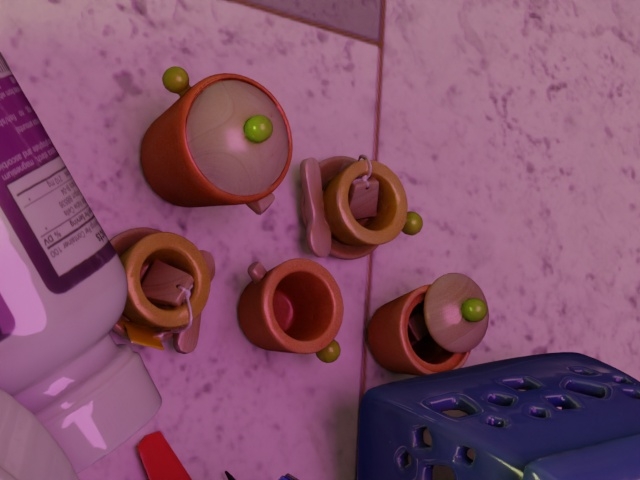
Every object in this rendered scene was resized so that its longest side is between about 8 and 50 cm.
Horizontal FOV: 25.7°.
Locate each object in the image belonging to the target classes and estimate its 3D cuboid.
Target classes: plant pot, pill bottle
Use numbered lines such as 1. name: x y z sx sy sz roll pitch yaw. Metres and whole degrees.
1. plant pot: 0.177 0.226 1.050 0.236 0.212 0.235 -5 100 -34
2. pill bottle: -0.226 0.005 0.876 0.169 0.169 0.301 -34 100 -34

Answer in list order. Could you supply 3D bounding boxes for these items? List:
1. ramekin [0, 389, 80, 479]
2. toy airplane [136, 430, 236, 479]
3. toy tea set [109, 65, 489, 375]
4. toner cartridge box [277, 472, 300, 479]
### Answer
1. ramekin: -0.254 0.194 0.770 0.277 0.135 0.277 -1 108 -2
2. toy airplane: -0.109 0.214 1.001 0.151 0.028 0.151 8 75 -32
3. toy tea set: 0.000 0.000 1.056 0.336 0.124 0.200 15 73 -31
4. toner cartridge box: -0.069 0.337 0.900 0.348 0.075 0.165 -55 147 -20
